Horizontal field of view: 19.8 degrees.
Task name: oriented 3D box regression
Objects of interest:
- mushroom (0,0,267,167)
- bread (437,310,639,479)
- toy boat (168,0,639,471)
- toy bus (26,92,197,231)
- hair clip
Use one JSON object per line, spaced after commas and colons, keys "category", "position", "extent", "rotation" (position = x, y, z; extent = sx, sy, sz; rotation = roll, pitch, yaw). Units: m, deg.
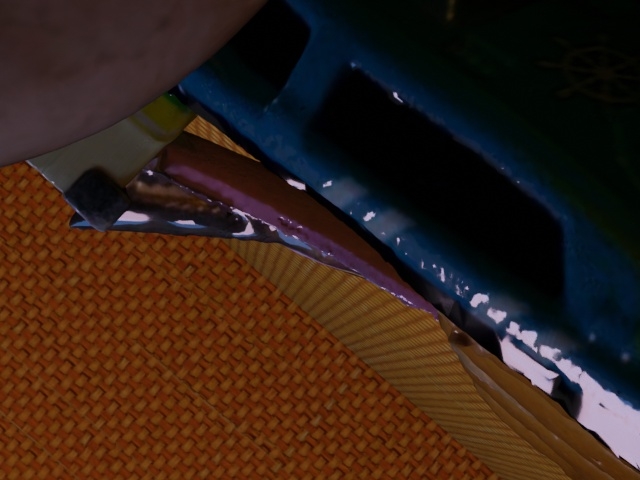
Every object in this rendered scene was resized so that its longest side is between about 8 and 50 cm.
{"category": "mushroom", "position": [-0.113, -0.142, 0.440], "extent": [0.243, 0.243, 0.243], "rotation": [40, 174, 5]}
{"category": "bread", "position": [0.165, 0.072, 0.678], "extent": [0.246, 0.111, 0.239], "rotation": [38, 175, 20]}
{"category": "toy boat", "position": [0.067, -0.048, 0.535], "extent": [0.299, 0.134, 0.092], "rotation": [39, 138, 30]}
{"category": "toy bus", "position": [-0.140, -0.151, 0.699], "extent": [0.276, 0.165, 0.133], "rotation": [41, -170, -19]}
{"category": "hair clip", "position": [0.000, 0.000, 1.187], "extent": [0.358, 0.096, 0.110], "rotation": [19, 159, 8]}
